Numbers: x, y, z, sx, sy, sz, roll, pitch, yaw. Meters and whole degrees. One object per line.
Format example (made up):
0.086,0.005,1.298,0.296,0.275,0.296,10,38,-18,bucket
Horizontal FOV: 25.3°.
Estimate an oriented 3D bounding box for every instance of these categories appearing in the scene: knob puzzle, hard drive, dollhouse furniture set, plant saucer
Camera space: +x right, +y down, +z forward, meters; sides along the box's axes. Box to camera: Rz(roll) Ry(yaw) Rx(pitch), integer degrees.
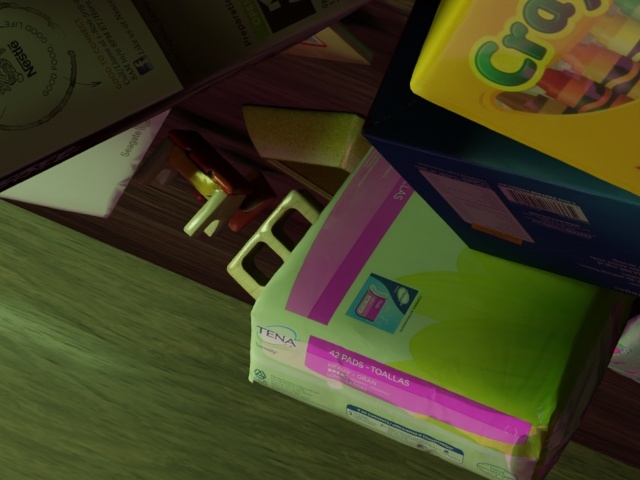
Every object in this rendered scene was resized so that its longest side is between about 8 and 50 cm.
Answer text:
-0.074,-0.193,1.035,0.213,0.030,0.213,23,171,4,knob puzzle
-0.349,-0.127,1.427,0.353,0.047,0.233,11,145,-22,hard drive
0.000,0.000,1.594,0.374,0.152,0.201,45,-166,13,dollhouse furniture set
0.032,-0.068,1.414,0.188,0.045,0.188,30,168,-38,plant saucer

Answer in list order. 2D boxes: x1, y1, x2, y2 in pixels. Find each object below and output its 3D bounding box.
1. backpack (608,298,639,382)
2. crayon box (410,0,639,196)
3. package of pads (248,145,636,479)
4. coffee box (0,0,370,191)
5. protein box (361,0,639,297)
0.297,0.066,1.330,0.182,0.115,0.152,26,167,-32,backpack
0.176,-0.101,0.593,0.319,0.081,0.202,24,144,-4,crayon box
0.115,0.023,1.044,0.229,0.296,0.101,20,137,16,package of pads
-0.134,-0.116,0.795,0.118,0.297,0.168,63,162,-6,coffee box
0.168,-0.062,0.870,0.200,0.136,0.201,17,168,30,protein box
